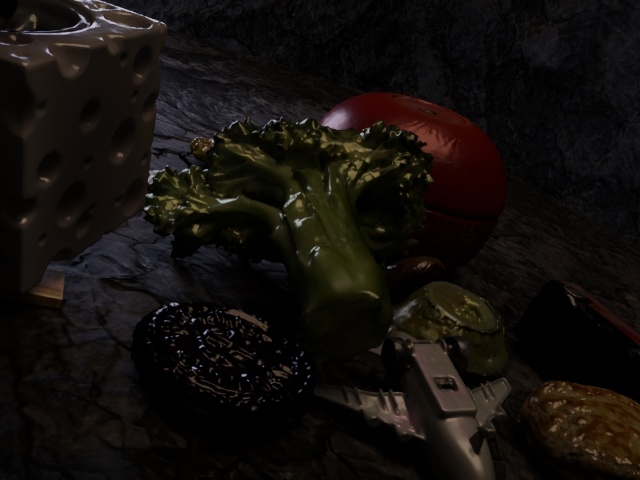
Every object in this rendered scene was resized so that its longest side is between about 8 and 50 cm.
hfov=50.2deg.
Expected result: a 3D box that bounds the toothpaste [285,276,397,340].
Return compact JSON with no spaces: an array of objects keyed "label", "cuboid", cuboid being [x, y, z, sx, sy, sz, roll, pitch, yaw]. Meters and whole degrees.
[{"label":"toothpaste","cuboid":[0.037,0.096,0.945,0.197,0.029,0.048,29,18,27]}]

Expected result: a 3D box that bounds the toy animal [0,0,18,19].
[{"label":"toy animal","cuboid":[-0.333,-0.245,0.559,0.251,0.125,0.127,-31,82,-30]}]

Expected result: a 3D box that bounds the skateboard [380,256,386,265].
[{"label":"skateboard","cuboid":[0.083,0.030,1.086,0.063,0.083,0.032,18,20,-12]}]

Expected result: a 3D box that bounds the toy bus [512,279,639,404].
[{"label":"toy bus","cuboid":[0.431,0.181,1.017,0.147,0.128,0.303,13,21,-35]}]

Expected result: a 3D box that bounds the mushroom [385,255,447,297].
[{"label":"mushroom","cuboid":[0.131,0.057,1.037,0.123,0.123,0.052,3,66,-44]}]

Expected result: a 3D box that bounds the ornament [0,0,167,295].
[{"label":"ornament","cuboid":[-0.333,-0.130,0.714,0.239,0.240,0.240,20,29,9]}]

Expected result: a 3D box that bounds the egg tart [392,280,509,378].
[{"label":"egg tart","cuboid":[0.191,0.124,0.975,0.197,0.078,0.197,19,22,-8]}]

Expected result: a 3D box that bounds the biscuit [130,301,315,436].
[{"label":"biscuit","cuboid":[-0.095,0.122,0.684,0.194,0.053,0.194,20,19,-7]}]

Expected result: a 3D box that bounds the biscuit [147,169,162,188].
[{"label":"biscuit","cuboid":[-0.236,-0.088,1.138,0.120,0.015,0.120,21,19,-8]}]

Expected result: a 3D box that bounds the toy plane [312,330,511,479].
[{"label":"toy plane","cuboid":[0.119,0.171,0.729,0.251,0.101,0.255,3,25,-19]}]

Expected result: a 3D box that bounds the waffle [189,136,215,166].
[{"label":"waffle","cuboid":[-0.160,-0.153,1.347,0.194,0.051,0.149,24,18,18]}]

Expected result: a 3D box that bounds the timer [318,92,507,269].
[{"label":"timer","cuboid":[0.153,-0.115,1.264,0.377,0.279,0.378,18,21,-7]}]

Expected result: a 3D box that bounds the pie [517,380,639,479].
[{"label":"pie","cuboid":[0.341,0.244,0.812,0.205,0.084,0.179,14,20,-21]}]

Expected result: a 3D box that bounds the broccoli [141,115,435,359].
[{"label":"broccoli","cuboid":[0.024,-0.024,0.879,0.397,0.353,0.275,20,-33,48]}]

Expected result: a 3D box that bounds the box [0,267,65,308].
[{"label":"box","cuboid":[-0.313,0.042,0.706,0.093,0.015,0.058,15,23,-23]}]
